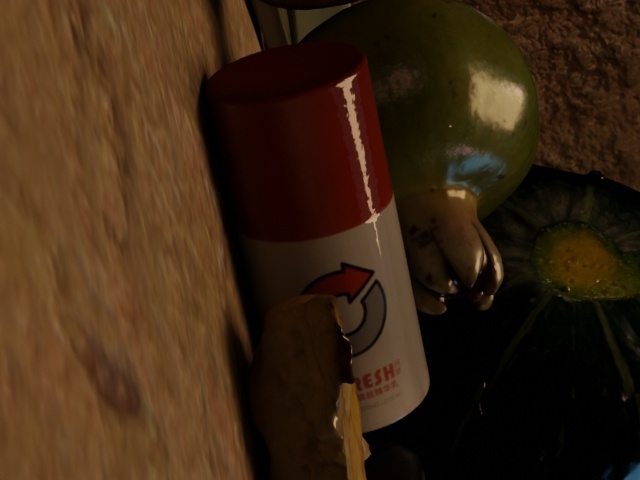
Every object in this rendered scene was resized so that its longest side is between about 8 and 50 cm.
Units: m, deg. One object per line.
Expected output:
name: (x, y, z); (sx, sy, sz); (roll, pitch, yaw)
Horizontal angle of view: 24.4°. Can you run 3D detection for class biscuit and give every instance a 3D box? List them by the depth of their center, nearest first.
biscuit: (-0.003, 0.120, 0.798); (0.118, 0.061, 0.183); (-24, 106, -87)

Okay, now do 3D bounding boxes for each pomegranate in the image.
pomegranate: (0.068, -0.064, 0.956); (0.210, 0.179, 0.179); (40, -23, 37)

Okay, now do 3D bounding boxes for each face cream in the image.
face cream: (0.000, 0.000, 0.865); (0.096, 0.096, 0.214); (-90, 169, -65)

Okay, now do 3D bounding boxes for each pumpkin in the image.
pumpkin: (0.150, 0.099, 1.086); (0.296, 0.296, 0.296); (-10, 90, -86)

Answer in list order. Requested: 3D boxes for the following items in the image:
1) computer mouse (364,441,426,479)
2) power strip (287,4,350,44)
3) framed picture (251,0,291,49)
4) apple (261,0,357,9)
computer mouse: (0.028, 0.218, 0.887); (0.217, 0.073, 0.122); (-85, 164, -48)
power strip: (0.002, -0.102, 1.242); (0.091, 0.062, 0.385); (100, -11, -46)
framed picture: (-0.082, -0.412, 1.173); (0.326, 0.028, 0.446); (71, 10, -66)
apple: (-0.006, -0.215, 0.948); (0.131, 0.146, 0.146); (155, -73, -67)
